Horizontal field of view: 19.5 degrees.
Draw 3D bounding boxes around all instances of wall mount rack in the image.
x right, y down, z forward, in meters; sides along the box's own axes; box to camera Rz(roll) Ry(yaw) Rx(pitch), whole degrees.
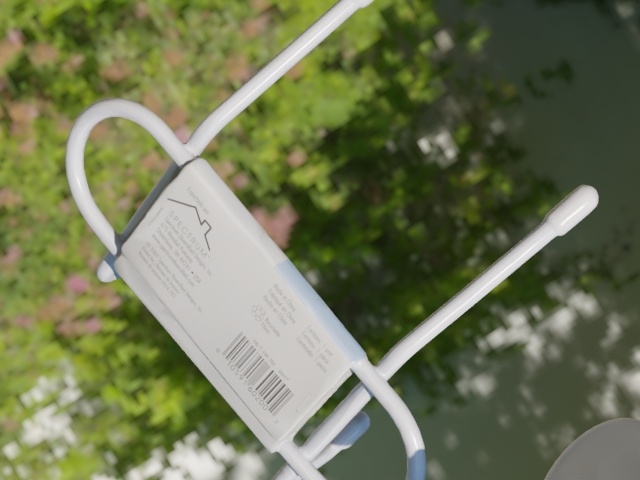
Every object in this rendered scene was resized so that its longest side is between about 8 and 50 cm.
[{"bbox_3d":[0.000,0.000,1.255,0.130,0.350,0.304,-28,163,-50],"label":"wall mount rack"}]

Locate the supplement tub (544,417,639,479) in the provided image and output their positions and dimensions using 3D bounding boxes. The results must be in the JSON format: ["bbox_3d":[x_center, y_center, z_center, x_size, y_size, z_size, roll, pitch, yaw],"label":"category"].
[{"bbox_3d":[0.277,0.242,1.457,0.144,0.199,0.144,-37,-151,25],"label":"supplement tub"}]
